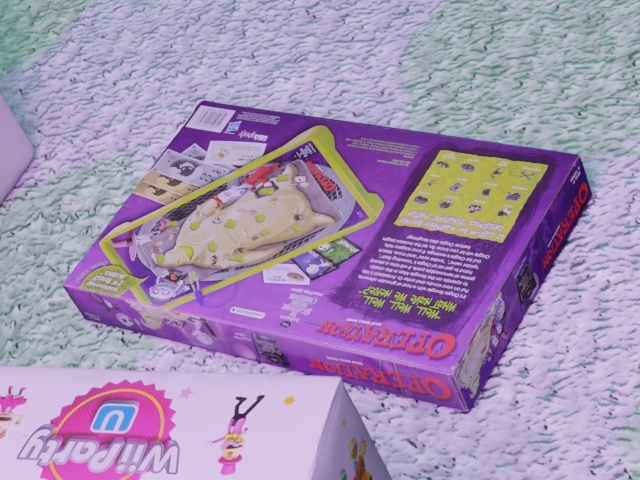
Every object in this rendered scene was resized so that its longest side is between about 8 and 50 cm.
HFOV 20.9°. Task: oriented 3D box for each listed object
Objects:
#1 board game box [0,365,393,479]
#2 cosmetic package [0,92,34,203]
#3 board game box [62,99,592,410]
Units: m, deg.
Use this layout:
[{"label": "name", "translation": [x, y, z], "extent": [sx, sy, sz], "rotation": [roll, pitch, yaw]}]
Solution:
[{"label": "board game box", "translation": [-0.050, 0.195, 0.902], "extent": [0.224, 0.303, 0.097], "rotation": [0, 49, 25]}, {"label": "cosmetic package", "translation": [-0.503, -0.106, 1.365], "extent": [0.329, 0.393, 0.327], "rotation": [9, 52, 31]}, {"label": "board game box", "translation": [0.000, 0.000, 1.272], "extent": [0.347, 0.056, 0.208], "rotation": [11, 49, 35]}]
